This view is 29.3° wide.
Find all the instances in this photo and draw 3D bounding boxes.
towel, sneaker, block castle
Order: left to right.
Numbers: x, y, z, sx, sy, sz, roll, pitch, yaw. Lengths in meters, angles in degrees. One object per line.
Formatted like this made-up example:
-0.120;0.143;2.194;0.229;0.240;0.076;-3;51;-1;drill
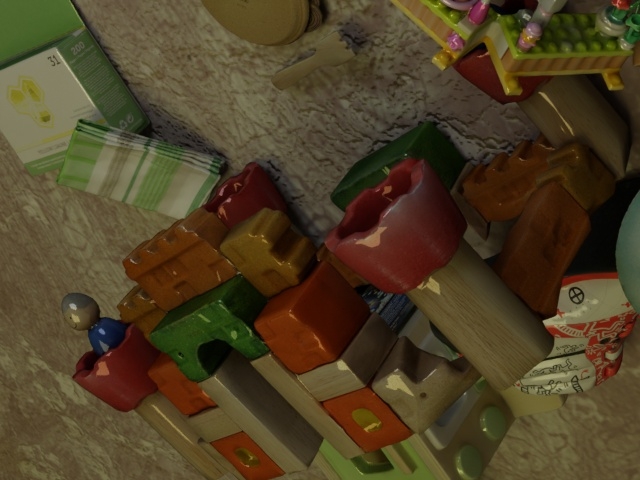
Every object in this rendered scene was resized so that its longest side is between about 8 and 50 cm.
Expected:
-0.183;-0.064;1.229;0.152;0.023;0.113;15;144;-14;towel
0.000;0.000;0.986;0.213;0.303;0.453;46;140;-15;block castle
0.237;0.043;1.010;0.270;0.090;0.145;-28;135;28;sneaker

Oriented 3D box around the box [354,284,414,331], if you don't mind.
0.029;0.080;1.189;0.137;0.094;0.027;-22;110;46;box

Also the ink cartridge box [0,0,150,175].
-0.298;-0.188;1.245;0.171;0.056;0.235;-10;120;44;ink cartridge box

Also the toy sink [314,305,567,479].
0.090;0.157;1.180;0.234;0.131;0.153;-20;112;46;toy sink

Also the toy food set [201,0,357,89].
-0.055;-0.222;1.040;0.192;0.038;0.132;49;147;-16;toy food set

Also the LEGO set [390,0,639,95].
0.137;-0.177;0.798;0.287;0.132;0.107;25;145;-2;LEGO set

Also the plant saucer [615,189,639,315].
0.312;0.011;0.876;0.195;0.037;0.195;1;122;1;plant saucer
